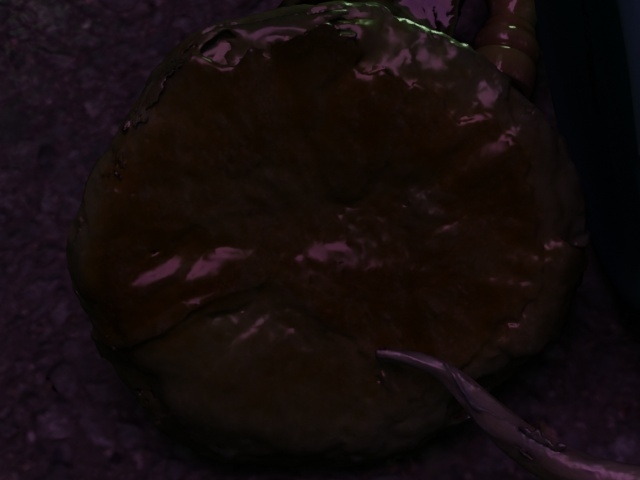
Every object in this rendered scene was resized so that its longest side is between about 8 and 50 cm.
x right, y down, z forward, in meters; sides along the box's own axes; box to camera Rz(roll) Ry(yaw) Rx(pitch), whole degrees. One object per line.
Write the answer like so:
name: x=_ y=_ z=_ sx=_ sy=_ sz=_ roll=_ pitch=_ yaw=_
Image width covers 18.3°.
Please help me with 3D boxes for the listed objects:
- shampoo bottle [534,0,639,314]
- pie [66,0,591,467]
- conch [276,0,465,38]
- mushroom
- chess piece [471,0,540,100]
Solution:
shampoo bottle: x=0.316 y=-0.140 z=1.154 sx=0.343 sy=0.331 sz=0.331 roll=-10 pitch=60 yaw=-1
pie: x=0.000 y=0.000 z=1.159 sx=0.306 sy=0.071 sz=0.306 roll=-1 pitch=104 yaw=-5
conch: x=0.028 y=-0.113 z=1.257 sx=0.124 sy=0.181 sz=0.187 roll=27 pitch=105 yaw=-13
mushroom: x=0.171 y=0.108 z=1.084 sx=0.306 sy=0.043 sz=0.068 roll=5 pitch=46 yaw=18
chess piece: x=0.130 y=-0.150 z=1.330 sx=0.066 sy=0.066 sz=0.122 roll=9 pitch=67 yaw=9
